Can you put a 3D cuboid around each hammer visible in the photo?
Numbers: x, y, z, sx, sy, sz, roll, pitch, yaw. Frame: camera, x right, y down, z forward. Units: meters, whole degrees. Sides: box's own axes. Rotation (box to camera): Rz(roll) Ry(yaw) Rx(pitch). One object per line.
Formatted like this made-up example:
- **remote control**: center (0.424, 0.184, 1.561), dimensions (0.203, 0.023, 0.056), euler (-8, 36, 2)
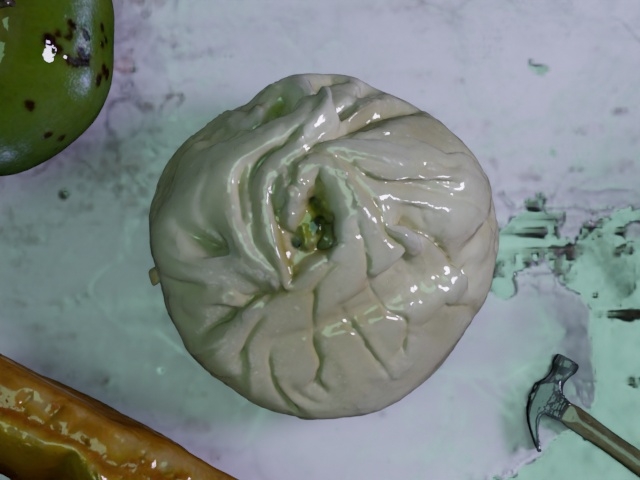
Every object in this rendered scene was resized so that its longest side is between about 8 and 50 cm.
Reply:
- **hammer**: center (0.213, 0.152, 0.812), dimensions (0.182, 0.017, 0.062), euler (36, 89, 7)

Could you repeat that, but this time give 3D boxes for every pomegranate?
- **pomegranate**: center (-0.222, -0.137, 0.778), dimensions (0.181, 0.224, 0.181), euler (0, 77, 0)

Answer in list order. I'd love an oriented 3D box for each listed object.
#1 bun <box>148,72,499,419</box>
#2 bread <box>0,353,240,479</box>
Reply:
- **bun**: center (0.000, 0.000, 0.785), dimensions (0.229, 0.145, 0.229), euler (-1, 81, 3)
- **bread**: center (-0.125, 0.152, 0.782), dimensions (0.271, 0.139, 0.077), euler (29, 77, 6)
